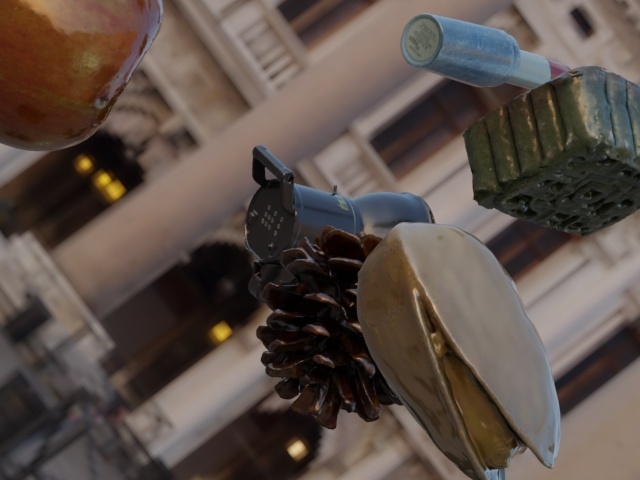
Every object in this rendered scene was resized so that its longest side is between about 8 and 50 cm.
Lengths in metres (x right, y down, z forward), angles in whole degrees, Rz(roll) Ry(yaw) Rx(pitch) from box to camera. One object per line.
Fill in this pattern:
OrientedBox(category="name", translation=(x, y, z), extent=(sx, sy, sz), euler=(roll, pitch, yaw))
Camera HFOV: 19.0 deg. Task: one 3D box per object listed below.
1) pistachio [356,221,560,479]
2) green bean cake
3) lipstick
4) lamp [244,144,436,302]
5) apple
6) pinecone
OrientedBox(category="pistachio", translation=(0.108, 0.088, 1.495), extent=(0.223, 0.126, 0.152), euler=(62, 12, -2))
OrientedBox(category="green bean cake", translation=(0.256, -0.081, 1.898), extent=(0.181, 0.173, 0.094), euler=(16, 57, -40))
OrientedBox(category="lipstick", translation=(0.195, -0.198, 2.107), extent=(0.274, 0.068, 0.061), euler=(8, 57, -49))
OrientedBox(category="lamp", translation=(0.000, 0.000, 2.217), extent=(0.227, 0.172, 0.147), euler=(12, 21, -36))
OrientedBox(category="apple", translation=(-0.235, -0.174, 1.577), extent=(0.196, 0.196, 0.196), euler=(52, -6, 8))
OrientedBox(category="pinecone", translation=(0.025, 0.092, 1.907), extent=(0.208, 0.207, 0.208), euler=(52, -6, 8))
